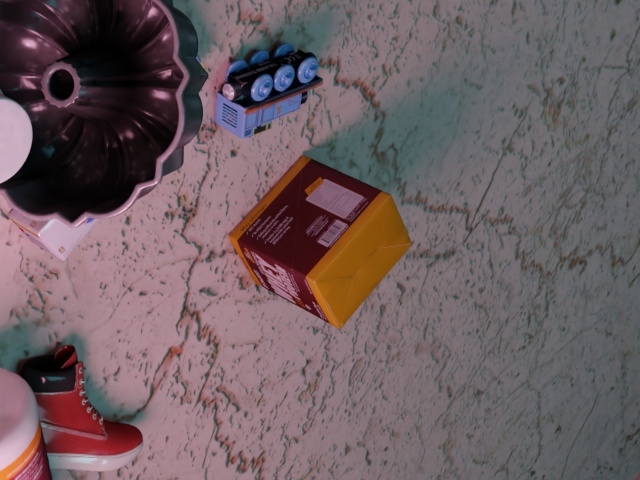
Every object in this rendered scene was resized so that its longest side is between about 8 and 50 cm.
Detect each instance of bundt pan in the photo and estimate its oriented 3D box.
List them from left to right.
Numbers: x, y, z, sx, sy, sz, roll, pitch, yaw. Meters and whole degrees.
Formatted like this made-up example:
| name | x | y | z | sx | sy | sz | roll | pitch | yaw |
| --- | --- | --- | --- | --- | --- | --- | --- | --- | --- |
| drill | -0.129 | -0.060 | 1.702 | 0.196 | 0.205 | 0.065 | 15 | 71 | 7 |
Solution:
| name | x | y | z | sx | sy | sz | roll | pitch | yaw |
| --- | --- | --- | --- | --- | --- | --- | --- | --- | --- |
| bundt pan | -0.275 | -0.184 | 1.524 | 0.124 | 0.331 | 0.330 | -15 | 125 | -67 |

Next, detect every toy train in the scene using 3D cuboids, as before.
| name | x | y | z | sx | sy | sz | roll | pitch | yaw |
| --- | --- | --- | --- | --- | --- | --- | --- | --- | --- |
| toy train | -0.076 | -0.225 | 1.916 | 0.184 | 0.080 | 0.105 | -27 | 139 | -41 |

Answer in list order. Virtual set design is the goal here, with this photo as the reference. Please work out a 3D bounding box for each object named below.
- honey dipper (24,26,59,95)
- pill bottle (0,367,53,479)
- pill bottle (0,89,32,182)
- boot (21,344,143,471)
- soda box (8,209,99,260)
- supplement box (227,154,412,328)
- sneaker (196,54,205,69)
| name | x | y | z | sx | sy | sz | roll | pitch | yaw |
| --- | --- | --- | --- | --- | --- | --- | --- | --- | --- |
| honey dipper | -0.353 | -0.226 | 1.629 | 0.030 | 0.030 | 0.160 | 22 | 98 | -53 |
| pill bottle | -0.457 | 0.377 | 1.702 | 0.224 | 0.224 | 0.392 | -30 | 132 | -36 |
| pill bottle | -0.425 | -0.143 | 1.430 | 0.121 | 0.221 | 0.121 | -27 | 130 | -38 |
| boot | -0.340 | 0.240 | 1.875 | 0.244 | 0.088 | 0.176 | 9 | 102 | -48 |
| soda box | -0.312 | -0.082 | 1.721 | 0.216 | 0.074 | 0.069 | -52 | 142 | -14 |
| supplement box | 0.000 | 0.000 | 2.036 | 0.191 | 0.194 | 0.129 | -48 | 141 | -19 |
| sneaker | -0.208 | -0.255 | 1.759 | 0.059 | 0.053 | 0.144 | -48 | 139 | -15 |
